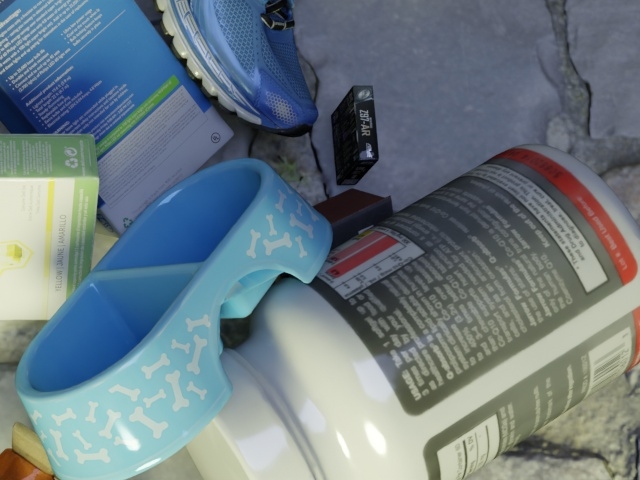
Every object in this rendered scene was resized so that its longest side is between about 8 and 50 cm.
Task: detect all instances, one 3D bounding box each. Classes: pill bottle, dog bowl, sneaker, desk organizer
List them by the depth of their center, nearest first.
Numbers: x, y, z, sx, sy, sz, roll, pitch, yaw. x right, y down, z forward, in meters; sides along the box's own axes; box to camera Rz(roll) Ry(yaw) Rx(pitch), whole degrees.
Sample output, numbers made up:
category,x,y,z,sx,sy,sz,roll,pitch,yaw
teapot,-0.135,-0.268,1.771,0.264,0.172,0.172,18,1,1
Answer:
category,x,y,z,sx,sy,sz,roll,pitch,yaw
dog bowl,-0.112,0.047,1.018,0.297,0.166,0.074,-53,124,-37
pill bottle,0.074,0.089,1.088,0.363,0.210,0.210,-29,85,-18
sneaker,-0.064,-0.245,1.134,0.147,0.130,0.330,-20,88,17
desk organizer,0.000,0.000,1.173,0.130,0.050,0.047,-25,118,-33

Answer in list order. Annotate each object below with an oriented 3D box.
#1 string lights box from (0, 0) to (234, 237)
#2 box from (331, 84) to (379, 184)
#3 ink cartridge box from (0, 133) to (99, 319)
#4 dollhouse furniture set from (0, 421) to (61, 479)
category,x,y,z,sx,sy,sz,roll,pitch,yaw
string lights box,-0.202,-0.142,1.093,0.133,0.077,0.259,-45,114,-19
box,0.029,-0.090,1.185,0.018,0.083,0.067,-1,77,-13
ink cartridge box,-0.293,-0.009,1.041,0.235,0.171,0.056,-1,49,-15
dollhouse furniture set,-0.215,0.315,1.028,0.259,0.135,0.262,33,71,7
